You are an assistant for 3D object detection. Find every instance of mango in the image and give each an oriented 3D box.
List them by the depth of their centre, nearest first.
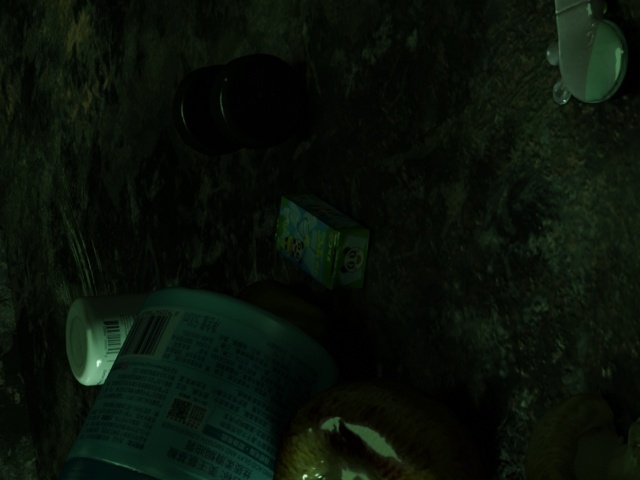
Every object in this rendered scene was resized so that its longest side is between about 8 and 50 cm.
[{"bbox_3d":[-0.076,0.131,2.117,0.267,0.111,0.133,2,83,57],"label":"mango"}]

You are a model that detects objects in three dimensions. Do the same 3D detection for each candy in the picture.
[{"bbox_3d":[0.000,0.000,2.009,0.194,0.062,0.097,35,122,56],"label":"candy"}]

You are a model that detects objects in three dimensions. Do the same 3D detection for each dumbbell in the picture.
[{"bbox_3d":[-0.137,-0.221,2.147,0.218,0.152,0.153,0,93,62],"label":"dumbbell"}]

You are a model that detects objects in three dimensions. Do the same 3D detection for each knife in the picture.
[{"bbox_3d":[0.286,-0.346,1.461,0.132,0.038,0.399,-16,78,59],"label":"knife"}]

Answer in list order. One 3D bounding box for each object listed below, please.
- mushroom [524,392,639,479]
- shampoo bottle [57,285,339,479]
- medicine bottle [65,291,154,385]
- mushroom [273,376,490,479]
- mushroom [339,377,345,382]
[{"bbox_3d":[0.303,0.279,1.376,0.286,0.151,0.156,54,139,46],"label":"mushroom"},{"bbox_3d":[-0.175,0.286,1.927,0.331,0.331,0.343,-24,40,60],"label":"shampoo bottle"},{"bbox_3d":[-0.298,0.170,2.344,0.157,0.288,0.157,9,100,62],"label":"medicine bottle"},{"bbox_3d":[0.050,0.373,1.685,0.334,0.356,0.331,40,150,16],"label":"mushroom"},{"bbox_3d":[0.019,0.350,1.988,0.026,0.028,0.286,-7,72,37],"label":"mushroom"}]
